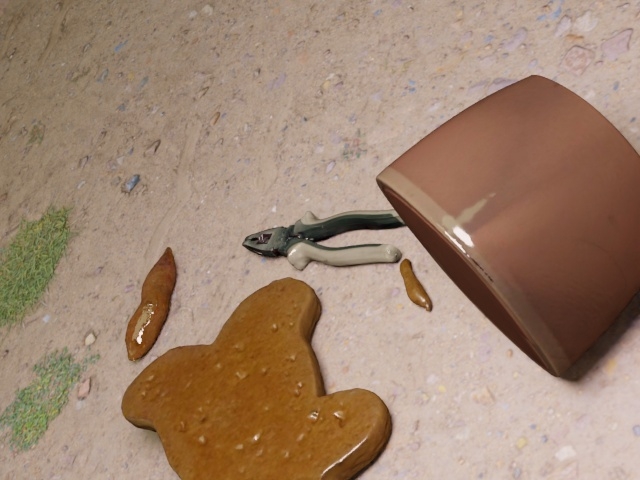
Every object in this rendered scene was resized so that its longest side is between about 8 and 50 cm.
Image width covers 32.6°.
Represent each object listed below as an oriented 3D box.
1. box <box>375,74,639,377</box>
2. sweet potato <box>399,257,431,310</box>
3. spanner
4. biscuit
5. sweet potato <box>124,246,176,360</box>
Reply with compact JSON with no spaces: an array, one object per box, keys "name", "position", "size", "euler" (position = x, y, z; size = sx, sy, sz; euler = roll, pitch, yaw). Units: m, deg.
[{"name":"box","position":[0.239,-0.024,1.223],"size":[0.216,0.301,0.301],"euler":[-40,36,-2]},{"name":"sweet potato","position":[0.123,0.057,1.474],"size":[0.026,0.026,0.115],"euler":[-38,37,13]},{"name":"spanner","position":[0.000,0.000,1.641],"size":[0.325,0.040,0.096],"euler":[-3,55,43]},{"name":"biscuit","position":[-0.106,0.255,1.470],"size":[0.368,0.076,0.394],"euler":[-35,38,1]},{"name":"sweet potato","position":[-0.276,0.101,1.821],"size":[0.065,0.051,0.218],"euler":[-14,48,41]}]
